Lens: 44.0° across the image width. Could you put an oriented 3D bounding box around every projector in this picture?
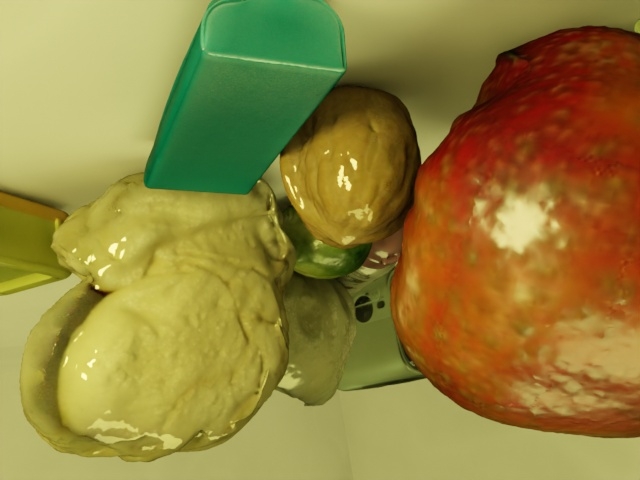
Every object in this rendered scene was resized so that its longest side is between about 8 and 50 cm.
[{"bbox_3d":[0.167,0.212,1.879,0.248,0.249,0.249,4,161,-44],"label":"projector"}]

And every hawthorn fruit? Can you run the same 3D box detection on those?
[{"bbox_3d":[0.278,0.008,0.759,0.402,0.403,0.403,-9,167,-2],"label":"hawthorn fruit"}]

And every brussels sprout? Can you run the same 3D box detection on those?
[{"bbox_3d":[0.001,-0.003,1.156,0.155,0.117,0.155,18,174,2],"label":"brussels sprout"}]

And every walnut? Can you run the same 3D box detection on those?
[{"bbox_3d":[0.032,-0.074,0.794,0.149,0.167,0.166,15,161,-11],"label":"walnut"}]

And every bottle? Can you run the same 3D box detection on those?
[{"bbox_3d":[0.068,0.016,1.301,0.110,0.110,0.233,-5,165,-18],"label":"bottle"}]

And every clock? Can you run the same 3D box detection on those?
[{"bbox_3d":[-0.405,0.001,0.934,0.143,0.096,0.202,-12,166,21],"label":"clock"}]

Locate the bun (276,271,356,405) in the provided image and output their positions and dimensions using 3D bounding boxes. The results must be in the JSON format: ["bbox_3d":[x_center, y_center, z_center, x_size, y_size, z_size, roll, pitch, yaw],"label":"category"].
[{"bbox_3d":[-0.101,0.115,1.289,0.359,0.211,0.360,24,171,4],"label":"bun"}]

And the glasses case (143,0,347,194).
[{"bbox_3d":[-0.084,-0.121,0.725,0.117,0.070,0.301,2,165,-21],"label":"glasses case"}]

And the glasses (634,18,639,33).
[{"bbox_3d":[0.415,-0.196,0.731,0.207,0.102,0.239,26,-174,31],"label":"glasses"}]

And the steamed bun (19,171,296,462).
[{"bbox_3d":[-0.196,0.086,0.976,0.325,0.372,0.230,25,163,-38],"label":"steamed bun"}]
